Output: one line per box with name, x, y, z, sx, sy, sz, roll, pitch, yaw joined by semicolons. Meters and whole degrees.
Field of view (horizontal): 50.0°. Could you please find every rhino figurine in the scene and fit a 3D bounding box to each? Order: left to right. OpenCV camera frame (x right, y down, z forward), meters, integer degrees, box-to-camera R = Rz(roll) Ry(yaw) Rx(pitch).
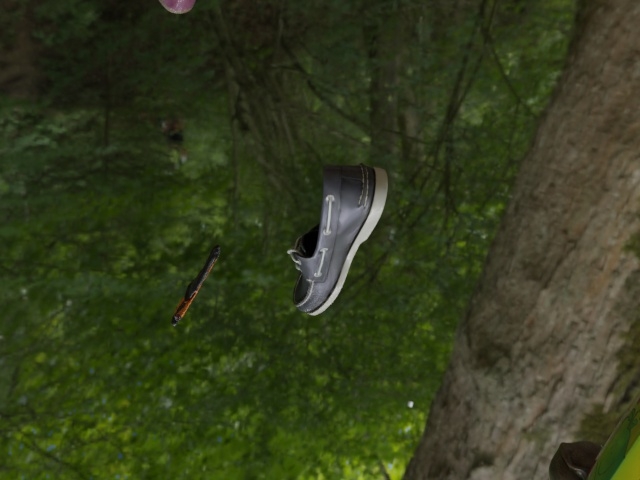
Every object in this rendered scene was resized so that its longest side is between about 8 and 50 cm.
rhino figurine;0.311;0.274;0.716;0.243;0.073;0.106;38;-164;-44

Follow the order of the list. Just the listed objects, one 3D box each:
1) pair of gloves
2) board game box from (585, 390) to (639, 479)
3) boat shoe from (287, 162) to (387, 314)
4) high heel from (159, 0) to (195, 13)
pair of gloves;-0.114;0.041;0.620;0.010;0.074;0.083;32;160;-8
board game box;0.224;0.101;0.419;0.043;0.181;0.092;31;-163;20
boat shoe;0.000;0.000;0.691;0.065;0.206;0.075;11;-134;-16
high heel;-0.243;-0.505;0.911;0.127;0.377;0.181;-38;-174;-31
